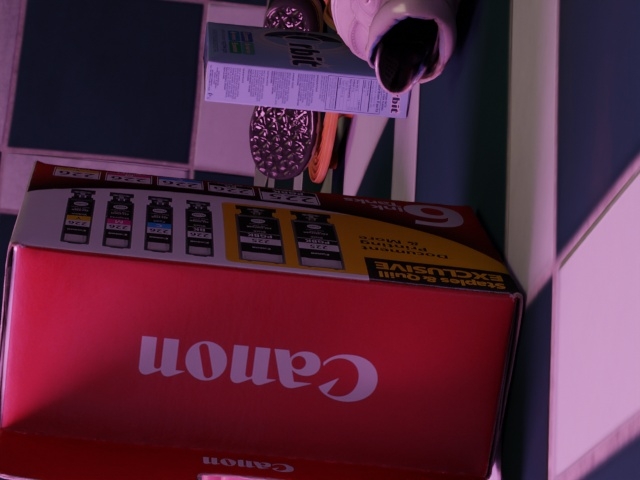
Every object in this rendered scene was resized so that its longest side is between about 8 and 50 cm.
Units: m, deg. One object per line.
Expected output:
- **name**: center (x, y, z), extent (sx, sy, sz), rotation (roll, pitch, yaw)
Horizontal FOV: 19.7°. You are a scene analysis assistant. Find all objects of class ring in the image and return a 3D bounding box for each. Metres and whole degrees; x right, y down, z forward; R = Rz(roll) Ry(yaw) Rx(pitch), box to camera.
- **ring**: center (0.021, -0.234, 2.186), extent (0.336, 0.032, 0.337), rotation (-174, 90, -85)

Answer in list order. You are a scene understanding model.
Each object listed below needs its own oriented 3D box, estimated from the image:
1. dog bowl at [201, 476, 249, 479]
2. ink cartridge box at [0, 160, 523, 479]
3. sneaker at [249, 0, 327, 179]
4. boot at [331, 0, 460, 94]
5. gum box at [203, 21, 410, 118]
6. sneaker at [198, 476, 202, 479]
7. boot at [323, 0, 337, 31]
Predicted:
- **dog bowl**: center (-0.022, 0.188, 1.631), extent (0.408, 0.150, 0.408), rotation (-174, 90, -83)
- **ink cartridge box**: center (-0.041, 0.056, 1.159), extent (0.272, 0.309, 0.130), rotation (-107, 23, -73)
- **sneaker**: center (-0.022, -0.186, 2.159), extent (0.097, 0.084, 0.235), rotation (-41, -37, -62)
- **boot**: center (0.056, -0.170, 1.465), extent (0.258, 0.095, 0.123), rotation (111, 168, -69)
- **gum box**: center (-0.016, -0.161, 1.718), extent (0.157, 0.184, 0.041), rotation (-100, 16, -70)
- **sneaker**: center (-0.036, 0.274, 2.026), extent (0.282, 0.153, 0.099), rotation (-39, -38, -53)
- **boot**: center (0.051, -0.285, 1.767), extent (0.197, 0.073, 0.152), rotation (-100, 20, -59)
